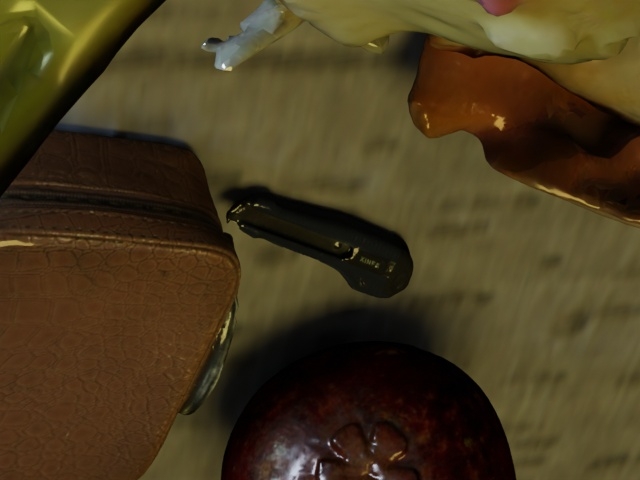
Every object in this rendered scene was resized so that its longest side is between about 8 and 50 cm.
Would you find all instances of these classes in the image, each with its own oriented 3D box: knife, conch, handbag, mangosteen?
[{"bbox_3d":[0.000,0.000,0.911,0.121,0.018,0.031,21,124,-40],"label":"knife"},{"bbox_3d":[0.173,-0.083,0.840,0.255,0.127,0.158,14,136,-4],"label":"conch"},{"bbox_3d":[-0.119,0.040,0.858,0.151,0.072,0.193,2,135,-29],"label":"handbag"},{"bbox_3d":[0.018,0.123,0.994,0.156,0.181,0.146,-39,99,-4],"label":"mangosteen"}]

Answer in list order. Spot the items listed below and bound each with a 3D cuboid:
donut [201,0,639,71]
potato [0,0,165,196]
[{"bbox_3d":[0.103,-0.227,0.469,0.371,0.150,0.307,-41,141,-27],"label":"donut"},{"bbox_3d":[-0.150,-0.172,0.510,0.280,0.213,0.330,-39,141,-20],"label":"potato"}]
